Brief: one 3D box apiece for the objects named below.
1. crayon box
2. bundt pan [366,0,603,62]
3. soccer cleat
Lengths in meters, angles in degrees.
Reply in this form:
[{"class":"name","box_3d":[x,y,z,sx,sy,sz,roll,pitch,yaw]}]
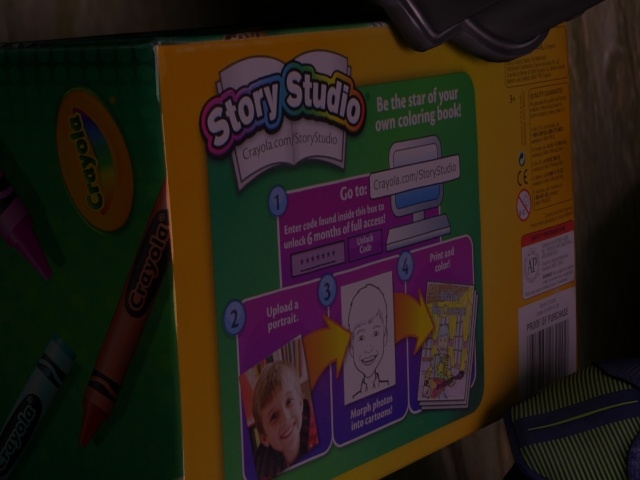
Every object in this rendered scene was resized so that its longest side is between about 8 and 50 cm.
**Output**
[{"class":"crayon box","box_3d":[0.000,0.000,0.634,0.278,0.081,0.165,-15,104,-54]},{"class":"bundt pan","box_3d":[0.070,-0.238,0.610,0.331,0.124,0.331,24,59,-47]},{"class":"soccer cleat","box_3d":[0.101,0.152,0.759,0.289,0.121,0.093,99,-19,-48]}]
